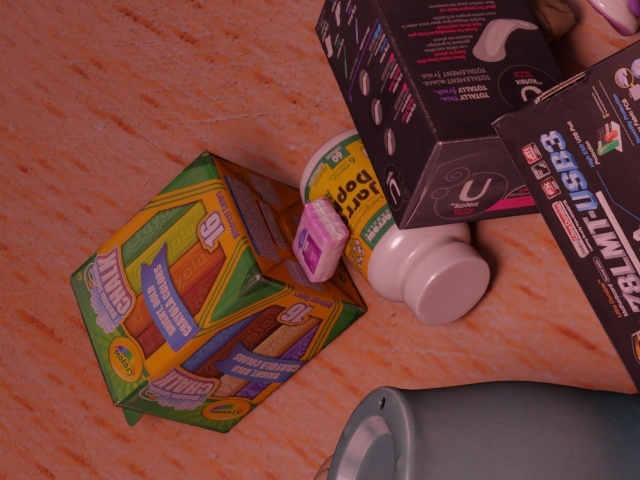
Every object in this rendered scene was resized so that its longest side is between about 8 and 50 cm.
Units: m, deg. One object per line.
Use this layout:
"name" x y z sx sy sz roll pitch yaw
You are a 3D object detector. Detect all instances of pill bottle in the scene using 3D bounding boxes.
"pill bottle" 0.077 -0.012 1.958 0.117 0.117 0.208 -51 51 15

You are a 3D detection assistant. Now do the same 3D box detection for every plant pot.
"plant pot" 0.147 0.236 1.665 0.271 0.255 0.272 -165 90 -72

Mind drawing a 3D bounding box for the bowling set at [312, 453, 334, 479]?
"bowling set" 0.009 0.311 1.860 0.287 0.200 0.154 36 95 44

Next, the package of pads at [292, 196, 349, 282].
"package of pads" 0.000 0.000 1.945 0.050 0.032 0.083 60 155 24

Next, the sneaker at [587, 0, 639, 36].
"sneaker" 0.265 -0.308 1.924 0.104 0.095 0.236 -45 57 11

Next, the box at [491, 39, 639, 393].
"box" 0.339 -0.043 1.684 0.293 0.073 0.295 -29 89 36

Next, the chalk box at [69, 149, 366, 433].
"chalk box" -0.134 0.078 2.063 0.289 0.179 0.180 -42 53 22

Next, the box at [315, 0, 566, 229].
"box" 0.122 -0.162 1.910 0.143 0.165 0.270 111 145 -50

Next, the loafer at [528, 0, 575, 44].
"loafer" 0.209 -0.237 1.969 0.148 0.050 0.056 -122 25 -47
